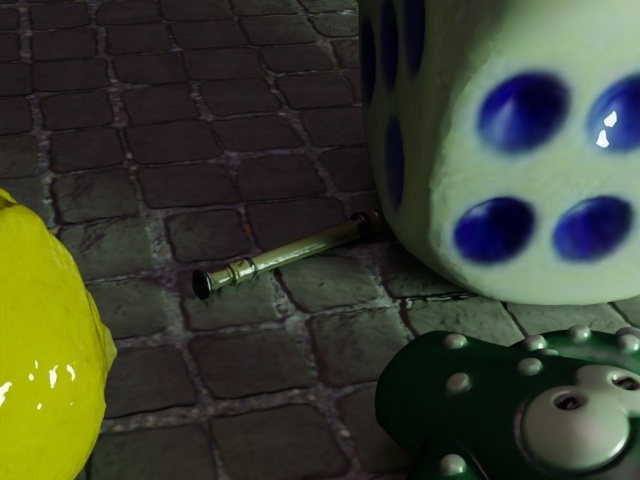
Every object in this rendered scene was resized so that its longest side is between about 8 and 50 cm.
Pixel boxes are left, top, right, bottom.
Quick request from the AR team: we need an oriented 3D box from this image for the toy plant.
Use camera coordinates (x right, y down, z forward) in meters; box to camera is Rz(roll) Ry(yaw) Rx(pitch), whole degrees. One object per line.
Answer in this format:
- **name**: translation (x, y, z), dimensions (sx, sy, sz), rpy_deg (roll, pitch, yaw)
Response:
- **toy plant**: translation (0.147, 0.128, 0.604), dimensions (0.233, 0.112, 0.243), rpy_deg (-12, 31, -14)

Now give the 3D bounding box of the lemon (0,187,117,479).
- **lemon**: translation (-0.247, 0.072, 0.546), dimensions (0.288, 0.233, 0.233), rpy_deg (0, 33, -25)

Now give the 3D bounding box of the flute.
- **flute**: translation (0.000, 0.000, 0.855), dimensions (0.233, 0.027, 0.027), rpy_deg (-21, 41, -31)

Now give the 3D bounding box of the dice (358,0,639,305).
- **dice**: translation (0.180, -0.152, 0.807), dimensions (0.277, 0.304, 0.304), rpy_deg (0, 46, -8)
